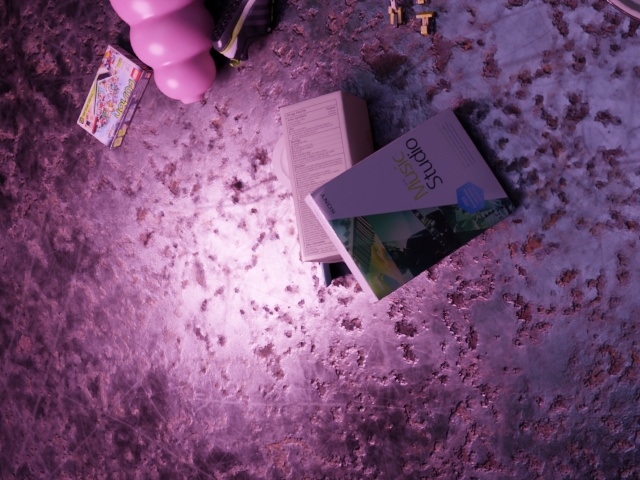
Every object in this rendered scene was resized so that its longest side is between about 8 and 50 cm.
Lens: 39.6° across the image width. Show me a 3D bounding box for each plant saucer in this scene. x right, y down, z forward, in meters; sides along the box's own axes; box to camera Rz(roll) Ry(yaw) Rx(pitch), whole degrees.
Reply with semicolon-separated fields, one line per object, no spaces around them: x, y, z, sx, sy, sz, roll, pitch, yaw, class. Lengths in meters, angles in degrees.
0.000;0.000;1.842;0.018;0.067;0.192;-9;96;-2;plant saucer

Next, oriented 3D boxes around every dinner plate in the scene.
-0.042;-0.165;1.853;0.141;0.017;0.141;6;104;25;dinner plate

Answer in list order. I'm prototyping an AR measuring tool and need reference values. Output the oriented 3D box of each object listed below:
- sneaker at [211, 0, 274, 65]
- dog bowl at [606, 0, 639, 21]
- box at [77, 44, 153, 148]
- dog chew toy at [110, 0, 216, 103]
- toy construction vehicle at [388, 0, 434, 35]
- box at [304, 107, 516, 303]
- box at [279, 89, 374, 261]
-0.132;-0.466;1.814;0.235;0.097;0.084;-55;33;8;sneaker
0.601;-0.528;1.374;0.408;0.150;0.408;5;102;27;dog bowl
-0.470;-0.327;2.028;0.114;0.036;0.207;36;114;16;box
-0.310;-0.448;1.839;0.206;0.206;0.332;-11;103;28;dog chew toy
0.171;-0.436;1.678;0.086;0.035;0.098;5;102;26;toy construction vehicle
0.165;-0.066;1.627;0.322;0.058;0.232;-33;88;-11;box
0.028;-0.119;1.730;0.148;0.121;0.311;-11;83;28;box
